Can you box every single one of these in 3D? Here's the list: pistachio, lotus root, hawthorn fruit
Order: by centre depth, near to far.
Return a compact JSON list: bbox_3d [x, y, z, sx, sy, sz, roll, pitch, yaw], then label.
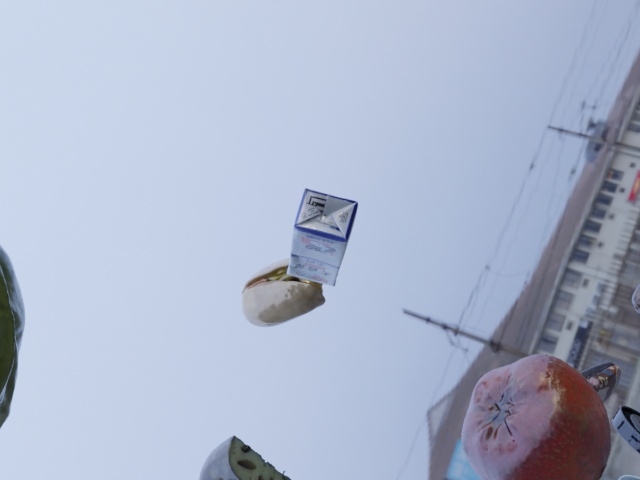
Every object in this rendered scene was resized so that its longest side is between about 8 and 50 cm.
[{"bbox_3d":[0.413,0.375,1.529,0.299,0.275,0.275,56,-134,-19],"label":"hawthorn fruit"},{"bbox_3d":[-0.110,0.157,2.362,0.187,0.299,0.187,31,-130,-45],"label":"pistachio"},{"bbox_3d":[-0.265,0.761,2.460,0.260,0.267,0.149,-37,18,32],"label":"lotus root"}]

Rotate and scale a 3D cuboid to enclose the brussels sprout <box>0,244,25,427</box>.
[{"bbox_3d":[-0.649,0.124,1.286,0.425,0.343,0.361,43,-113,-52],"label":"brussels sprout"}]

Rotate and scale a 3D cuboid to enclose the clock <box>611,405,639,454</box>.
[{"bbox_3d":[0.756,0.459,1.860,0.040,0.184,0.184,-55,-18,17],"label":"clock"}]

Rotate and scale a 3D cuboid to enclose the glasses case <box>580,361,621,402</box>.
[{"bbox_3d":[0.753,0.442,2.325,0.321,0.082,0.122,-16,-54,-34],"label":"glasses case"}]

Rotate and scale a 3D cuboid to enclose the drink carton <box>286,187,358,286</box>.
[{"bbox_3d":[0.000,0.000,1.900,0.315,0.131,0.106,101,-175,-67],"label":"drink carton"}]

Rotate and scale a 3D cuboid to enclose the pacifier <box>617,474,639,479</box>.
[{"bbox_3d":[0.617,0.544,1.623,0.150,0.126,0.116,-33,7,38],"label":"pacifier"}]

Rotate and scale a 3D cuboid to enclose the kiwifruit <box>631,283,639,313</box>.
[{"bbox_3d":[0.608,0.088,1.422,0.124,0.075,0.075,-33,-32,-8],"label":"kiwifruit"}]
